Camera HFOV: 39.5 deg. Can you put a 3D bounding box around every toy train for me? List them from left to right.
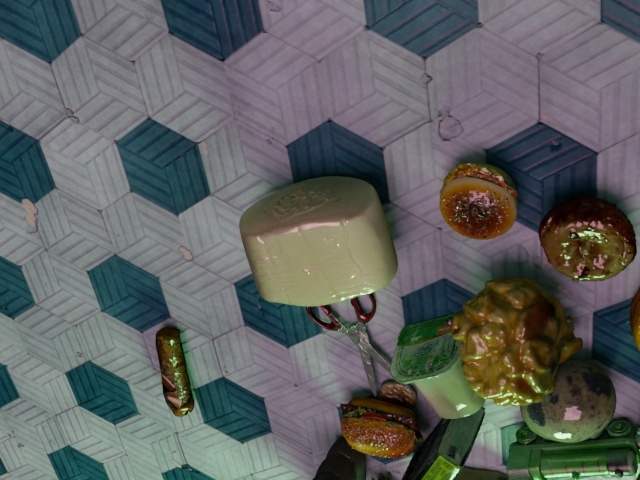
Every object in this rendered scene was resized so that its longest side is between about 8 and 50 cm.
[{"bbox_3d":[0.462,0.392,1.626,0.251,0.119,0.085,-12,119,30],"label":"toy train"}]

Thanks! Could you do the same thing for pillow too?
[{"bbox_3d":[0.022,0.596,1.883,0.101,0.228,0.326,16,130,18],"label":"pillow"}]

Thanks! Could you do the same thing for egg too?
[{"bbox_3d":[0.423,0.281,1.543,0.141,0.141,0.182,42,137,-11],"label":"egg"}]

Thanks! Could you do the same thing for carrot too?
[{"bbox_3d":[-0.308,0.277,1.886,0.069,0.069,0.228,8,125,17],"label":"carrot"}]

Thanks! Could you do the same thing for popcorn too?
[{"bbox_3d":[0.317,0.164,1.464,0.170,0.189,0.217,7,110,42],"label":"popcorn"}]

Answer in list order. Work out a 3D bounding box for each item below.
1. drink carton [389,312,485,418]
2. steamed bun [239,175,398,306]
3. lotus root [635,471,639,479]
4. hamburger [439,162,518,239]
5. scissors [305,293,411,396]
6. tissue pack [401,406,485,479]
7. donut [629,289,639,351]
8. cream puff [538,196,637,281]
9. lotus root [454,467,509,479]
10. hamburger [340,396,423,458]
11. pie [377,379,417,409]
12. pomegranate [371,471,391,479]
[{"bbox_3d":[0.223,0.237,1.597,0.146,0.144,0.142,-16,123,31],"label":"drink carton"},{"bbox_3d":[0.000,0.000,1.495,0.250,0.154,0.200,-7,125,20],"label":"steamed bun"},{"bbox_3d":[0.672,0.424,1.539,0.193,0.193,0.291,40,122,-10],"label":"lotus root"},{"bbox_3d":[0.248,-0.062,1.395,0.127,0.081,0.141,21,131,6],"label":"hamburger"},{"bbox_3d":[0.081,0.196,1.688,0.144,0.017,0.247,-18,113,32],"label":"scissors"},{"bbox_3d":[0.223,0.425,1.711,0.073,0.173,0.235,31,131,6],"label":"tissue pack"},{"bbox_3d":[0.581,0.140,1.417,0.174,0.074,0.190,12,128,14],"label":"donut"},{"bbox_3d":[0.411,-0.006,1.371,0.149,0.084,0.149,14,132,15],"label":"cream puff"},{"bbox_3d":[0.339,0.529,1.807,0.144,0.070,0.143,-11,120,28],"label":"lotus root"},{"bbox_3d":[0.119,0.379,1.758,0.166,0.087,0.137,6,145,25],"label":"hamburger"},{"bbox_3d":[0.153,0.307,1.750,0.085,0.020,0.084,11,129,14],"label":"pie"},{"bbox_3d":[0.157,0.581,1.891,0.130,0.129,0.159,4,117,20],"label":"pomegranate"}]
